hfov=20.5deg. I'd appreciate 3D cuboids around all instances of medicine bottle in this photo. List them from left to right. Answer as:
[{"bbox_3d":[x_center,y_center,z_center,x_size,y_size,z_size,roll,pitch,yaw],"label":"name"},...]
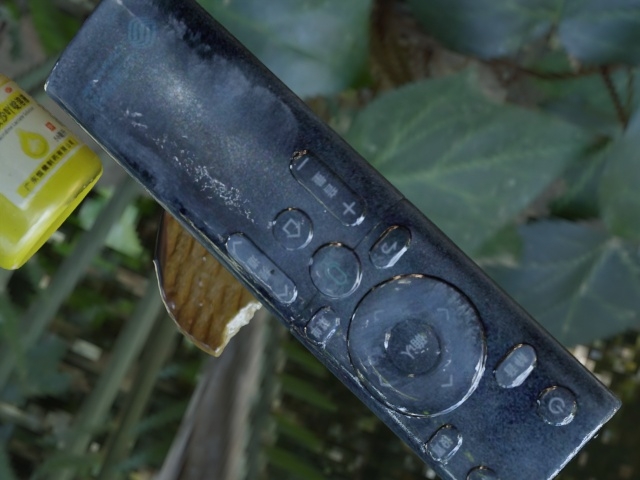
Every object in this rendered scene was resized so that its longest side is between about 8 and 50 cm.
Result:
[{"bbox_3d":[-0.291,-0.086,1.433,0.212,0.122,0.122,41,152,-4],"label":"medicine bottle"}]

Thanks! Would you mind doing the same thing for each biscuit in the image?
[{"bbox_3d":[-0.076,-0.016,1.652,0.176,0.229,0.031,36,-178,34],"label":"biscuit"}]

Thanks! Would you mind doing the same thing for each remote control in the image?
[{"bbox_3d":[0.000,0.000,1.013,0.377,0.044,0.107,44,114,11],"label":"remote control"}]
